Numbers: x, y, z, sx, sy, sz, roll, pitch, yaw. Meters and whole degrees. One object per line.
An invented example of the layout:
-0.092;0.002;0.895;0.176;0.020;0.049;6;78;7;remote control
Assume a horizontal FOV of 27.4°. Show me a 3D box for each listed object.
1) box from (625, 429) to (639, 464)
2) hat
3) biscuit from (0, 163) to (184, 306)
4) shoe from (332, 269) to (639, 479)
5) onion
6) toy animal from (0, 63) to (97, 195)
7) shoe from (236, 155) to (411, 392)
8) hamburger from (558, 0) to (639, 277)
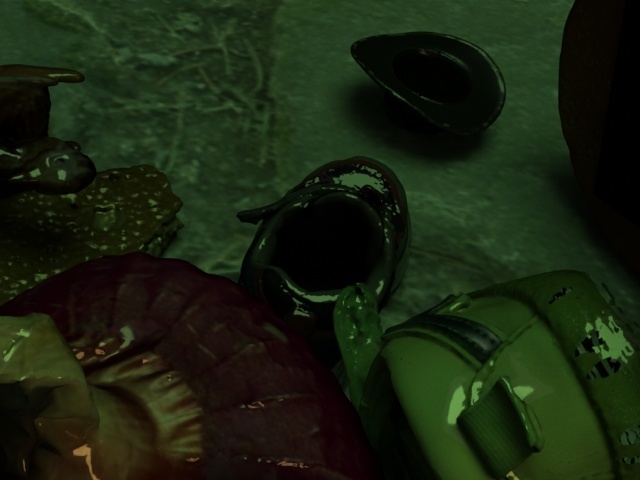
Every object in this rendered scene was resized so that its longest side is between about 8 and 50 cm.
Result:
0.248;0.115;0.611;0.086;0.225;0.129;49;45;-9;box
0.074;-0.111;0.972;0.121;0.050;0.121;12;43;-12;hat
-0.178;0.023;0.776;0.236;0.026;0.131;-15;51;-30;biscuit
0.076;0.079;0.620;0.128;0.262;0.140;-9;80;-12;shoe
-0.076;0.135;0.537;0.230;0.272;0.256;-16;86;-34;onion
-0.194;-0.069;0.816;0.179;0.089;0.188;14;21;19;toy animal
0.001;0.000;0.778;0.099;0.126;0.228;16;43;7;shoe
0.310;-0.095;0.858;0.225;0.291;0.291;-15;49;-22;hamburger
